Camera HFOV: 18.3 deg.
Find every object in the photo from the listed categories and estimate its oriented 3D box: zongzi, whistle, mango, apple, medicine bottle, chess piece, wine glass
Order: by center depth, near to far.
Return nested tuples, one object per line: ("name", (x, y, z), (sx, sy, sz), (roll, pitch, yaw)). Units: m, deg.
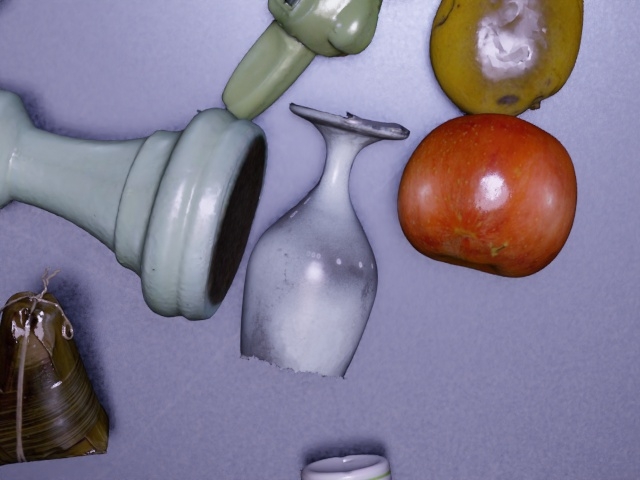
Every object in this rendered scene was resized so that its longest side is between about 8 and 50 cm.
("chess piece", (-0.214, -0.053, 1.791), (0.299, 0.194, 0.195), (16, 95, 8))
("apple", (0.153, -0.043, 1.795), (0.163, 0.163, 0.139), (14, 86, -1))
("whistle", (0.025, -0.229, 1.809), (0.141, 0.141, 0.294), (31, 114, -3))
("mango", (0.171, -0.205, 1.809), (0.137, 0.098, 0.195), (7, 91, 4))
("wine glass", (0.000, 0.000, 1.815), (0.126, 0.126, 0.241), (15, 93, -1))
("zongzi", (-0.304, 0.132, 1.829), (0.184, 0.084, 0.187), (-11, 121, 7))
("medicine bottle", (0.033, 0.299, 1.862), (0.086, 0.086, 0.183), (-7, 95, 1))
